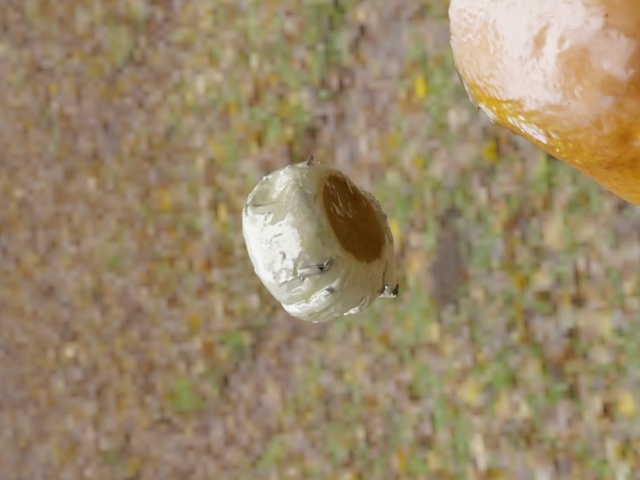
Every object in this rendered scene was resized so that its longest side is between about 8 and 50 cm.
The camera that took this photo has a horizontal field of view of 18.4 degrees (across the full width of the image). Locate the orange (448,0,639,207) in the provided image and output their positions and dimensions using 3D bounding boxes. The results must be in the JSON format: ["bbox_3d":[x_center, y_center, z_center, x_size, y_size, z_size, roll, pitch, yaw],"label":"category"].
[{"bbox_3d":[0.260,-0.159,1.547,0.310,0.274,0.274,39,148,10],"label":"orange"}]

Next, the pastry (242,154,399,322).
[{"bbox_3d":[0.000,0.000,1.840,0.088,0.166,0.166,-26,64,29],"label":"pastry"}]
